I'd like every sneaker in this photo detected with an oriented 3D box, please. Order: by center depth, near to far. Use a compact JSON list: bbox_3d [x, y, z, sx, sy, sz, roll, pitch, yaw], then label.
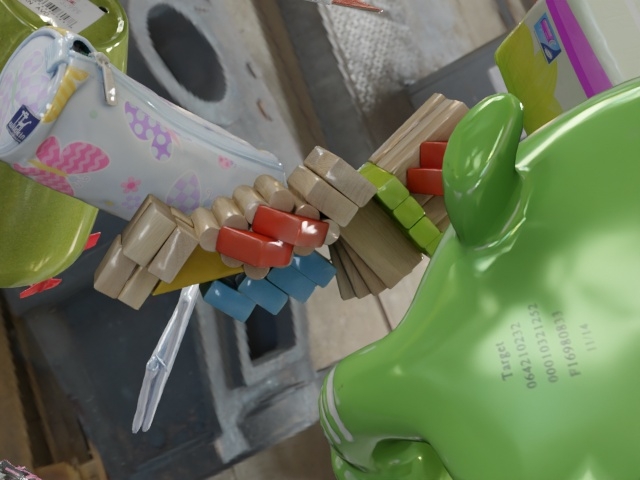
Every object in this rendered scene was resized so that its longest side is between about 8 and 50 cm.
[{"bbox_3d":[-0.340,0.289,1.092,0.057,0.047,0.119,54,5,39],"label":"sneaker"}]

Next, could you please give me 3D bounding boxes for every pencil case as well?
[{"bbox_3d":[-0.154,-0.078,0.817,0.273,0.124,0.113,30,21,-43],"label":"pencil case"}]

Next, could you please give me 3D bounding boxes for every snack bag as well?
[{"bbox_3d":[-0.234,0.110,1.578,0.037,0.342,0.323,20,40,-5],"label":"snack bag"}]

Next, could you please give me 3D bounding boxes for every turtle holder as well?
[{"bbox_3d":[0.163,0.072,0.435,0.243,0.320,0.227,51,6,35],"label":"turtle holder"}]

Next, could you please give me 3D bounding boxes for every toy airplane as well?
[{"bbox_3d":[-0.367,0.035,1.268,0.028,0.151,0.151,56,31,9],"label":"toy airplane"}]

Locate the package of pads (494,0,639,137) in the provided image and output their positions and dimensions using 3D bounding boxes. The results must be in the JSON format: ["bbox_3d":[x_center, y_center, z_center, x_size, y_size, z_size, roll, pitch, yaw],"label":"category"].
[{"bbox_3d":[0.298,-0.116,0.940,0.229,0.101,0.296,124,-57,-78],"label":"package of pads"}]

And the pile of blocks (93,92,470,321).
[{"bbox_3d":[0.000,0.000,0.748,0.112,0.362,0.149,-134,-155,-72],"label":"pile of blocks"}]

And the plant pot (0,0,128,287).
[{"bbox_3d":[-0.324,-0.144,0.997,0.275,0.293,0.274,23,40,-22],"label":"plant pot"}]

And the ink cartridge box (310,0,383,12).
[{"bbox_3d":[-0.091,-0.370,1.038,0.272,0.130,0.309,5,24,-30],"label":"ink cartridge box"}]
